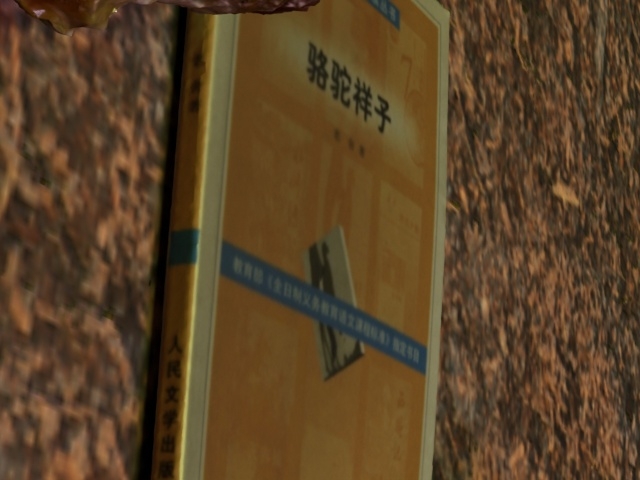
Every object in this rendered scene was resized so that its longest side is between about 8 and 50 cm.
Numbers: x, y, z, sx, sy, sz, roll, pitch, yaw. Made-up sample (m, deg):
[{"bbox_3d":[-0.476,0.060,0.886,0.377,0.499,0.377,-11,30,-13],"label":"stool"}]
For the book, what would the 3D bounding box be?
[{"bbox_3d":[0.001,0.000,0.549,0.170,0.018,0.242,30,58,-57],"label":"book"}]

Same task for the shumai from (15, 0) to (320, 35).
[{"bbox_3d":[-0.033,-0.097,0.402,0.139,0.123,0.105,42,58,-70],"label":"shumai"}]
